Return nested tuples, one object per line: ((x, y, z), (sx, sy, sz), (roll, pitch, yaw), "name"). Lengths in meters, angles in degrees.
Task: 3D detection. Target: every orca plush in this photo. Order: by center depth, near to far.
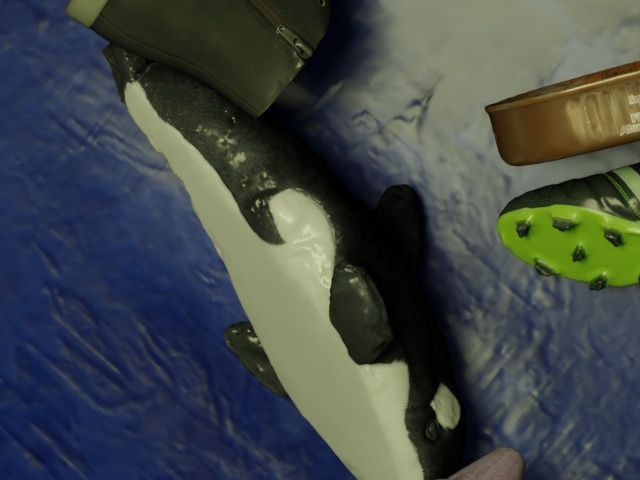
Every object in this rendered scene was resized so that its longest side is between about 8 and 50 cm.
((0.000, 0.000, 0.984), (0.287, 0.102, 0.151), (49, 149, 17), "orca plush")

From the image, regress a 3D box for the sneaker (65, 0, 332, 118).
((-0.029, -0.174, 0.954), (0.118, 0.083, 0.222), (33, 74, -12), "sneaker")

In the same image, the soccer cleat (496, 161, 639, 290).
((0.176, -0.018, 0.936), (0.179, 0.072, 0.060), (-6, 129, 33), "soccer cleat")

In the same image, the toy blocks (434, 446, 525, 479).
((0.192, 0.221, 0.849), (0.309, 0.288, 0.260), (45, 67, -15), "toy blocks")

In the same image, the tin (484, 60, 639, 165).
((0.175, -0.074, 0.903), (0.190, 0.106, 0.040), (-14, 91, 16), "tin")
